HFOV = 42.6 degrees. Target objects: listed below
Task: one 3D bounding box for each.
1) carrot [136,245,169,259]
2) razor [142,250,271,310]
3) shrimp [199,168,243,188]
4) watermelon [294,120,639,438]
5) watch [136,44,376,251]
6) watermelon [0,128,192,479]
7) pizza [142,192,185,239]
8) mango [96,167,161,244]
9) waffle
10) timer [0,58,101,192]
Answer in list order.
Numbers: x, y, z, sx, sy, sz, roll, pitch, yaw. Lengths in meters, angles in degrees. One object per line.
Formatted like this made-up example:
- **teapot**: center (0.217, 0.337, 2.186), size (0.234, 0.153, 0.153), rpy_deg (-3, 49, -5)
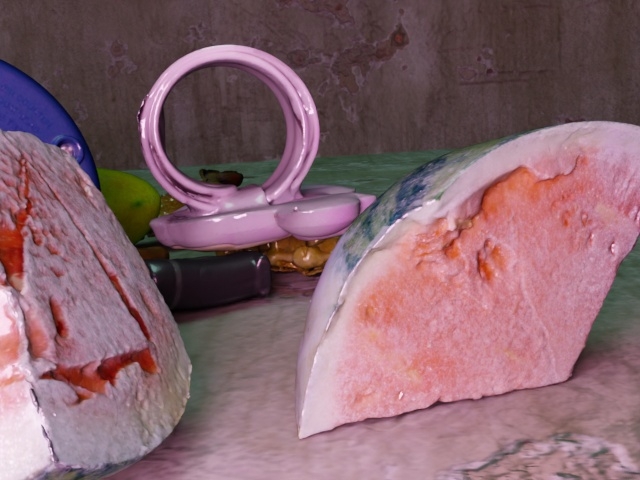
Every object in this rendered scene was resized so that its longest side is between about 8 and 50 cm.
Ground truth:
- **carrot**: center (-0.215, 0.032, 0.950), size (0.061, 0.061, 0.210), rpy_deg (-2, 6, 10)
- **razor**: center (-0.125, 0.041, 0.834), size (0.148, 0.054, 0.090), rpy_deg (-4, 5, -36)
- **shrimp**: center (-0.109, -0.065, 1.289), size (0.173, 0.058, 0.253), rpy_deg (31, 12, 1)
- **watermelon**: center (0.091, 0.028, 0.575), size (0.260, 0.256, 0.176), rpy_deg (0, 51, -27)
- **watch**: center (-0.075, -0.105, 0.905), size (0.248, 0.217, 0.211), rpy_deg (-9, 11, -10)
- **watermelon**: center (-0.212, 0.040, 0.456), size (0.262, 0.201, 0.213), rpy_deg (-6, 1, 12)
- **pizza**: center (-0.223, -0.025, 1.253), size (0.226, 0.069, 0.147), rpy_deg (-9, 28, -36)
- **mango**: center (-0.354, -0.029, 1.073), size (0.185, 0.149, 0.273), rpy_deg (-4, 1, 43)
- **waffle**: center (0.000, -0.002, 1.062), size (0.291, 0.051, 0.291), rpy_deg (-2, 10, 0)
- **timer**: center (-0.414, -0.008, 0.818), size (0.270, 0.270, 0.383), rpy_deg (-12, -3, -39)
